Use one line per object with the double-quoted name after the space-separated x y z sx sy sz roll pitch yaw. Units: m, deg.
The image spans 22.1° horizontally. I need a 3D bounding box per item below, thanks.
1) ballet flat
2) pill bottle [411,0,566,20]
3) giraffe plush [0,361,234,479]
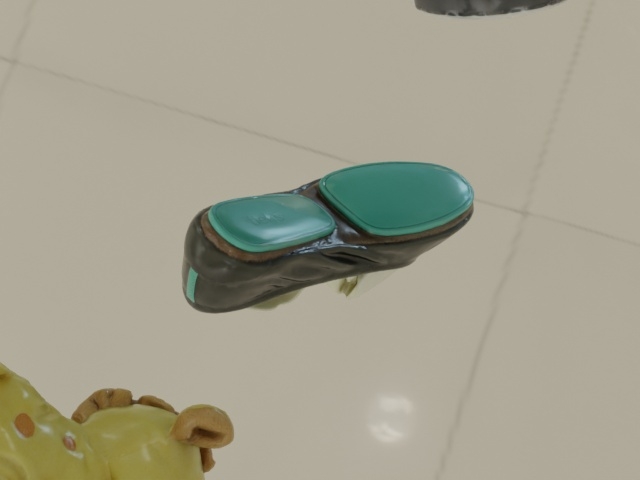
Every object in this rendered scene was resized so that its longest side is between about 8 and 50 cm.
0.000 0.000 1.277 0.095 0.280 0.096 49 131 31 "ballet flat"
0.118 -0.294 1.197 0.130 0.130 0.246 1 113 20 "pill bottle"
-0.146 0.151 0.960 0.170 0.181 0.210 7 87 -24 "giraffe plush"
